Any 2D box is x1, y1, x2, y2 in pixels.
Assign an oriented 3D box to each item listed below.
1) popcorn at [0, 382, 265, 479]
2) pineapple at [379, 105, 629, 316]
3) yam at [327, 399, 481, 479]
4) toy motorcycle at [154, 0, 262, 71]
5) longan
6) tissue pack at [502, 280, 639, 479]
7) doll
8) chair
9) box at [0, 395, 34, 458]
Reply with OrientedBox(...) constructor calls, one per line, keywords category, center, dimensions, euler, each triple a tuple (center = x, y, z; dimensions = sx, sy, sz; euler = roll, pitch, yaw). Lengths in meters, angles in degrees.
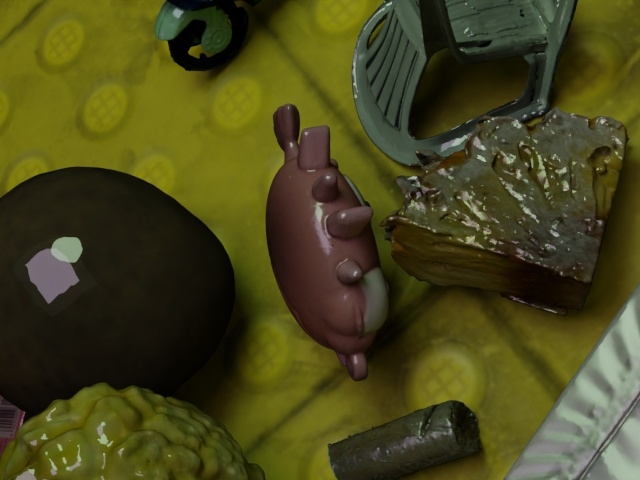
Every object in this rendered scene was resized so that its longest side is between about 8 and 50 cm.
OrientedBox(category="popcorn", center=(-0.157, 0.240, 1.055), dimensions=(0.225, 0.286, 0.174), euler=(-22, 46, -5))
OrientedBox(category="pineapple", center=(0.173, -0.024, 1.031), dimensions=(0.236, 0.114, 0.186), euler=(-23, 65, 1))
OrientedBox(category="yam", center=(0.072, 0.182, 1.057), dimensions=(0.132, 0.054, 0.054), euler=(-23, 62, 21))
OrientedBox(category="toy motorcycle", center=(-0.071, -0.332, 1.249), dimensions=(0.331, 0.196, 0.125), euler=(-51, 56, 4))
OrientedBox(category="longan", center=(-0.217, 0.055, 1.151), dimensions=(0.258, 0.258, 0.258), euler=(-11, 66, 25))
OrientedBox(category="tissue pack", center=(0.257, 0.149, 0.888), dimensions=(0.124, 0.185, 0.225), euler=(34, 89, 37))
OrientedBox(category="doll", center=(0.000, 0.000, 1.086), dimensions=(0.093, 0.211, 0.262), euler=(-12, 67, -12))
OrientedBox(category="chair", center=(0.119, -0.218, 1.110), dimensions=(0.190, 0.275, 0.203), euler=(-20, 58, -6))
OrientedBox(category="box", center=(-0.342, 0.218, 1.265), dimensions=(0.111, 0.060, 0.156), euler=(0, 69, 29))
